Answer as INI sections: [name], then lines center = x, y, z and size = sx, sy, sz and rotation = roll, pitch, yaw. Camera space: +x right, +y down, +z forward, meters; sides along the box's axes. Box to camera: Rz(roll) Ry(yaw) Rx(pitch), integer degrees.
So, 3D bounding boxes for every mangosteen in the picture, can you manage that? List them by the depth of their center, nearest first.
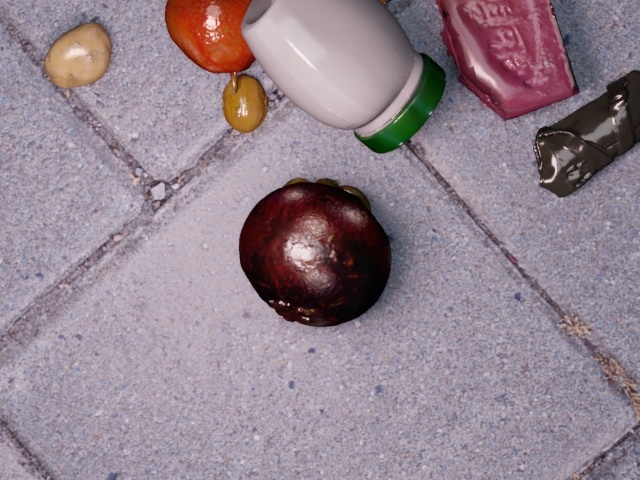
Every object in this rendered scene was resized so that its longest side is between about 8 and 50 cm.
[mangosteen]
center = 0.000, 0.016, 1.760
size = 0.297, 0.297, 0.293
rotation = 45, 74, 1

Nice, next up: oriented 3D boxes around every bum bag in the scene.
[bum bag]
center = 0.554, -0.223, 1.858
size = 0.326, 0.080, 0.142
rotation = -38, 93, -1

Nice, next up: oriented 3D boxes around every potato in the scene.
[potato]
center = -0.475, -0.362, 1.856
size = 0.147, 0.112, 0.112
rotation = -39, 89, 4

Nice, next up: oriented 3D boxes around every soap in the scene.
[soap]
center = 0.357, -0.401, 1.840
size = 0.220, 0.127, 0.324
rotation = -18, 88, -2

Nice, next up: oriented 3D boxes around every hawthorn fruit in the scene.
[hawthorn fruit]
center = -0.194, -0.395, 1.817
size = 0.197, 0.196, 0.225
rotation = -18, 103, 0

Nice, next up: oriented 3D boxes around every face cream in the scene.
[face cream]
center = 0.039, -0.344, 1.736
size = 0.357, 0.312, 0.219
rotation = 36, 126, -23

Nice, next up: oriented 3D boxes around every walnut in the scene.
[walnut]
center = -0.152, -0.275, 1.876
size = 0.091, 0.052, 0.121
rotation = -5, 91, -3

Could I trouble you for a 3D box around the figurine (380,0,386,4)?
[figurine]
center = 0.109, -0.460, 1.883
size = 0.064, 0.047, 0.109
rotation = -20, 96, -29
